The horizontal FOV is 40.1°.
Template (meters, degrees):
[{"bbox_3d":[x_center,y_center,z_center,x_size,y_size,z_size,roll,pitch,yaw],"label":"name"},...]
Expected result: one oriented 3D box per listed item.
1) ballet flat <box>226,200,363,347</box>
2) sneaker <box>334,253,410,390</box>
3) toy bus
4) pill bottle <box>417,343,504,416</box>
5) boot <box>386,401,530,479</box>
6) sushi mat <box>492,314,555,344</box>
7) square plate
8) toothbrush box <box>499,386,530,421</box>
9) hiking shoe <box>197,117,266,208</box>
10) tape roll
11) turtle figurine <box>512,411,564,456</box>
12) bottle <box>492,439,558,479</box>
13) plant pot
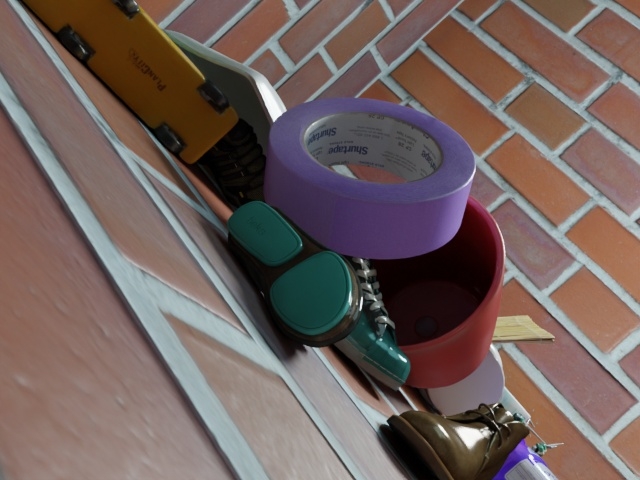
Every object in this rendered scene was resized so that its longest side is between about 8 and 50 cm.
[{"bbox_3d":[-0.016,0.046,0.921,0.096,0.095,0.280,61,-5,-34],"label":"ballet flat"},{"bbox_3d":[0.032,0.056,1.145,0.302,0.121,0.108,49,3,27],"label":"sneaker"},{"bbox_3d":[-0.263,-0.261,1.210,0.332,0.108,0.130,46,2,-28],"label":"toy bus"},{"bbox_3d":[0.249,0.232,1.640,0.161,0.161,0.283,48,2,-4],"label":"pill bottle"},{"bbox_3d":[0.161,0.217,0.984,0.112,0.115,0.305,51,5,25],"label":"boot"},{"bbox_3d":[0.227,0.158,1.519,0.151,0.317,0.019,-108,-163,-79],"label":"sushi mat"},{"bbox_3d":[-0.112,-0.179,1.443,0.347,0.049,0.344,36,-21,49],"label":"square plate"},{"bbox_3d":[0.308,0.302,1.957,0.295,0.126,0.216,45,3,-37],"label":"toothbrush box"},{"bbox_3d":[-0.126,-0.125,1.333,0.227,0.086,0.114,39,-26,7],"label":"hiking shoe"},{"bbox_3d":[0.063,-0.091,1.176,0.275,0.275,0.090,50,-37,42],"label":"tape roll"},{"bbox_3d":[0.400,0.422,1.830,0.234,0.118,0.175,33,1,-21],"label":"turtle figurine"},{"bbox_3d":[0.315,0.377,1.339,0.118,0.092,0.283,44,4,-42],"label":"bottle"},{"bbox_3d":[0.148,0.089,1.312,0.275,0.275,0.243,50,-7,33],"label":"plant pot"}]
